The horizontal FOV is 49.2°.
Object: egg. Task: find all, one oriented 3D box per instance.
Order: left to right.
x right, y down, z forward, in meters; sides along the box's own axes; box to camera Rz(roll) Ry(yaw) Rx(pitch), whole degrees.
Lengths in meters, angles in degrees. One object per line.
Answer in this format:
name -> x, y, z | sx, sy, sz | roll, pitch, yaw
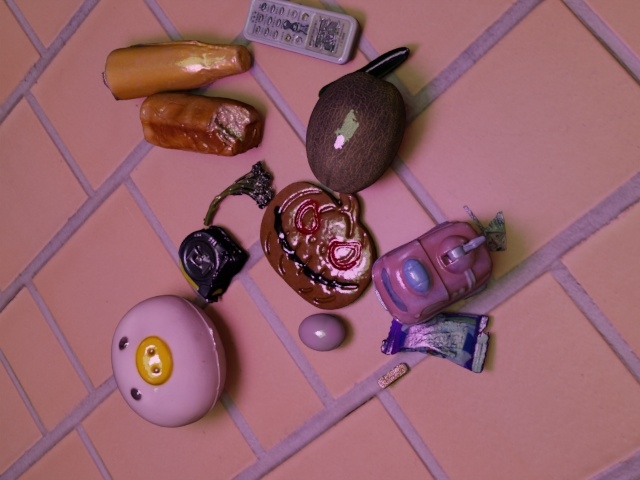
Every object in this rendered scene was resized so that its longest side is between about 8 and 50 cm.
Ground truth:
egg -> 0.003, 0.248, 1.888 | 0.134, 0.103, 0.103 | 2, 94, 26

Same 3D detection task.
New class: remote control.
remote control -> -0.054, -0.571, 1.893 | 0.335, 0.065, 0.128 | 22, 100, 23

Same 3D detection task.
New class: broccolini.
broccolini -> -0.236, -0.105, 2.016 | 0.271, 0.062, 0.123 | -37, 69, 26

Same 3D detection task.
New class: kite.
kite -> 0.403, -0.024, 1.737 | 0.152, 0.005, 0.137 | 44, 109, 18

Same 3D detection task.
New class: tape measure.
tape measure -> -0.330, 0.059, 2.036 | 0.186, 0.112, 0.199 | 42, 108, 20

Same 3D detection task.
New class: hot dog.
hot dog -> 0.192, 0.358, 1.843 | 0.090, 0.034, 0.030 | -37, 65, 4

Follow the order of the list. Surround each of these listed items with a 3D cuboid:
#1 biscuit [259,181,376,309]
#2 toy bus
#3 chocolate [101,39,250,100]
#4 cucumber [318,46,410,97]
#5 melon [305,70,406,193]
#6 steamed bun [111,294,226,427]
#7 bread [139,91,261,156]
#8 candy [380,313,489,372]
biscuit -> -0.001, 0.000, 1.902 | 0.367, 0.063, 0.314 | 45, 111, 18
toy bus -> 0.269, 0.069, 1.657 | 0.294, 0.232, 0.197 | -27, 80, -1
chocolate -> -0.410, -0.508, 2.038 | 0.444, 0.162, 0.162 | -2, 92, 21
cucumber -> 0.114, -0.432, 1.830 | 0.284, 0.056, 0.056 | -22, 83, 28
melon -> 0.084, -0.266, 1.748 | 0.237, 0.237, 0.302 | 29, 105, 21
steamed bun -> -0.432, 0.343, 1.991 | 0.333, 0.334, 0.374 | -22, 78, 25
bread -> -0.338, -0.339, 1.975 | 0.343, 0.195, 0.149 | 11, 117, 24
candy -> 0.290, 0.241, 1.773 | 0.275, 0.070, 0.145 | 8, 88, 27
